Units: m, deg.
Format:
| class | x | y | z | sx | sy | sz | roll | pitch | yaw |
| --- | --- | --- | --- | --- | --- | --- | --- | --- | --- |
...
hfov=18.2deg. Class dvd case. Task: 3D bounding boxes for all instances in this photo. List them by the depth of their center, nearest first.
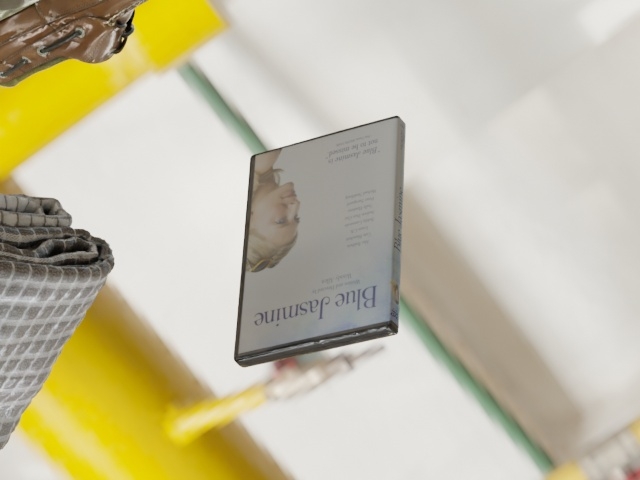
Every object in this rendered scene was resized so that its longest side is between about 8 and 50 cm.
| class | x | y | z | sx | sy | sz | roll | pitch | yaw |
| --- | --- | --- | --- | --- | --- | --- | --- | --- | --- |
| dvd case | 0.000 | 0.000 | 2.027 | 0.022 | 0.180 | 0.253 | 45 | -140 | -48 |

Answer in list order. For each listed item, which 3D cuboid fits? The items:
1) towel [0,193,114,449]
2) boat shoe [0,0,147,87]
| class | x | y | z | sx | sy | sz | roll | pitch | yaw |
| --- | --- | --- | --- | --- | --- | --- | --- | --- | --- |
| towel | -0.304 | 0.081 | 1.481 | 0.121 | 0.235 | 0.284 | 42 | -159 | 23 |
| boat shoe | -0.221 | -0.233 | 1.941 | 0.104 | 0.307 | 0.110 | 60 | -143 | -25 |
